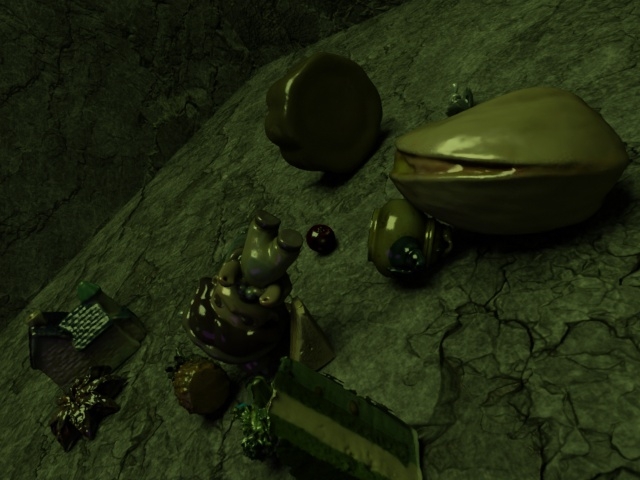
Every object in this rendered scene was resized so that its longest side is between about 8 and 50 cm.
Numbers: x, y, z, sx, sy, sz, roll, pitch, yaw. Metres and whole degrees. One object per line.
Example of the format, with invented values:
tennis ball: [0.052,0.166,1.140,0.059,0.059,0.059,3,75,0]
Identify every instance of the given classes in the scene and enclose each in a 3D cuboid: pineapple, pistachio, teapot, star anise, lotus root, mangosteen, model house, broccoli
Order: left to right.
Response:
model house: [-0.749,0.281,1.707,0.298,0.284,0.243,-43,34,-10]
star anise: [-0.667,0.451,1.538,0.223,0.109,0.236,-32,30,18]
pineapple: [-0.303,0.326,1.304,0.128,0.128,0.248,-47,23,-18]
lotus root: [-0.207,0.063,1.569,0.158,0.140,0.322,-53,11,24]
broccoli: [-0.101,0.319,1.034,0.167,0.160,0.154,-33,22,-33]
mangosteen: [0.001,-0.002,1.490,0.081,0.081,0.081,-28,30,17]
teapot: [0.202,-0.006,1.201,0.182,0.173,0.269,8,25,11]
pistachio: [0.357,-0.154,1.089,0.445,0.282,0.365,6,13,31]

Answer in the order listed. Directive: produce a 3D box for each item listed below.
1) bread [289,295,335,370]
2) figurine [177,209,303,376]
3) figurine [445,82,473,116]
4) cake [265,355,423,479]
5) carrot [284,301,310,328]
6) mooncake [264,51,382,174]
bread: [-0.047,0.208,1.151,0.105,0.152,0.077,-33,27,-3]
figurine: [-0.158,0.114,1.186,0.381,0.248,0.203,-62,-4,31]
figurine: [0.409,-0.412,1.633,0.082,0.094,0.086,2,66,-5]
cake: [-0.006,0.319,0.821,0.172,0.283,0.158,-42,23,27]
carrot: [-0.154,0.185,1.392,0.342,0.070,0.070,-4,42,47]
mooncake: [0.003,-0.399,1.774,0.378,0.378,0.200,-48,24,-20]
